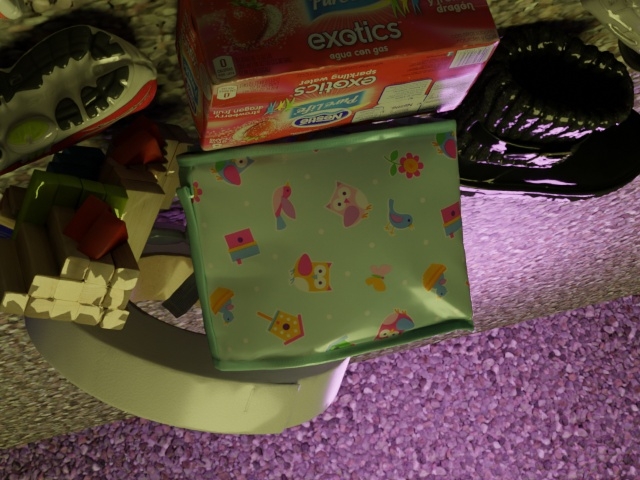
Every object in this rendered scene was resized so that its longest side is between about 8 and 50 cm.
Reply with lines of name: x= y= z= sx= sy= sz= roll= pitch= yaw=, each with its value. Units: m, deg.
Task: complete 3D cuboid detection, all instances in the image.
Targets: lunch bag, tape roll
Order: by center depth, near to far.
lunch bag: x=0.000 y=0.000 z=1.021 sx=0.262 sy=0.223 sz=0.160 roll=-10 pitch=-170 yaw=-12
tape roll: x=-0.150 y=0.090 z=1.241 sx=0.392 sy=0.392 sz=0.072 roll=-1 pitch=118 yaw=-41

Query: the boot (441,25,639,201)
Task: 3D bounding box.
boot: x=0.312 y=-0.149 z=1.268 sx=0.348 sy=0.131 sz=0.260 roll=-8 pitch=161 yaw=-22

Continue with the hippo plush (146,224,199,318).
hippo plush: x=-0.036 y=-0.001 z=1.240 sx=0.294 sy=0.234 sz=0.236 roll=-37 pitch=172 yaw=3

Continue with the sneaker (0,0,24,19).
sneaker: x=-0.269 y=-0.193 z=0.740 sx=0.065 sy=0.061 sz=0.158 roll=-12 pitch=163 yaw=8

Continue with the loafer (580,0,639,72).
loafer: x=0.379 y=-0.230 z=1.134 sx=0.112 sy=0.112 sz=0.319 roll=-21 pitch=155 yaw=31

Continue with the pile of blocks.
pile of blocks: x=-0.209 y=-0.057 z=0.978 sx=0.149 sy=0.362 sz=0.112 roll=22 pitch=113 yaw=-8

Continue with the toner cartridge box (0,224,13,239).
toner cartridge box: x=-0.456 y=0.017 z=1.192 sx=0.165 sy=0.075 sz=0.348 roll=-19 pitch=162 yaw=11

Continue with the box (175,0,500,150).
box: x=0.008 y=-0.177 z=0.924 sx=0.257 sy=0.122 sz=0.128 roll=-11 pitch=162 yaw=-14

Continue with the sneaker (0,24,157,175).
sneaker: x=-0.272 y=-0.103 z=0.951 sx=0.279 sy=0.107 sz=0.118 roll=-17 pitch=176 yaw=14
